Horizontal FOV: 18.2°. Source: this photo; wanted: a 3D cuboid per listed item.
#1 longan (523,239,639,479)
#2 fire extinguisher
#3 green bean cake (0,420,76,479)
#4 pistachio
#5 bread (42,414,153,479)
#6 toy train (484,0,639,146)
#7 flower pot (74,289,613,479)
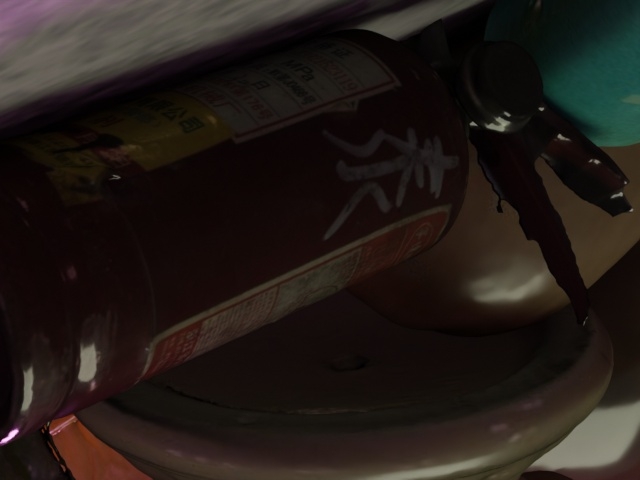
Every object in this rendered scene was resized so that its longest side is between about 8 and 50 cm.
[{"bbox_3d":[0.106,0.031,1.016,0.248,0.248,0.248,-26,176,-2],"label":"longan"},{"bbox_3d":[-0.006,-0.003,0.588,0.252,0.106,0.075,-23,-161,-39],"label":"fire extinguisher"},{"bbox_3d":[-0.292,0.189,1.188,0.255,0.132,0.241,-27,172,26],"label":"green bean cake"},{"bbox_3d":[0.077,-0.036,0.747,0.185,0.108,0.126,-33,145,-20],"label":"pistachio"},{"bbox_3d":[-0.168,0.148,1.462,0.288,0.119,0.152,-28,173,13],"label":"bread"},{"bbox_3d":[0.150,-0.092,0.597,0.159,0.101,0.248,-7,168,-24],"label":"toy train"},{"bbox_3d":[0.015,0.142,0.805,0.307,0.244,0.307,-2,-159,1],"label":"flower pot"}]
